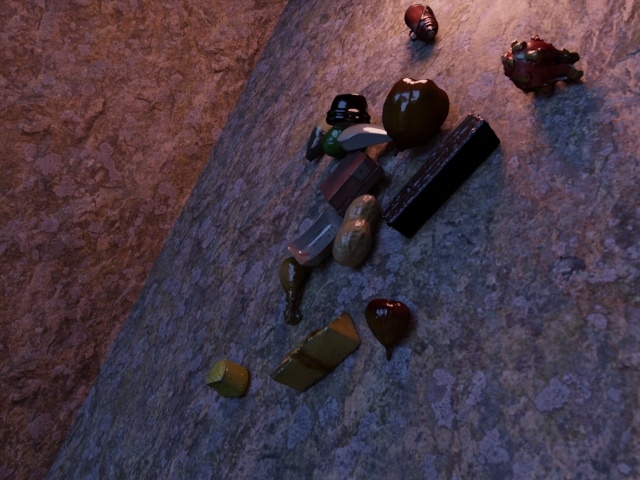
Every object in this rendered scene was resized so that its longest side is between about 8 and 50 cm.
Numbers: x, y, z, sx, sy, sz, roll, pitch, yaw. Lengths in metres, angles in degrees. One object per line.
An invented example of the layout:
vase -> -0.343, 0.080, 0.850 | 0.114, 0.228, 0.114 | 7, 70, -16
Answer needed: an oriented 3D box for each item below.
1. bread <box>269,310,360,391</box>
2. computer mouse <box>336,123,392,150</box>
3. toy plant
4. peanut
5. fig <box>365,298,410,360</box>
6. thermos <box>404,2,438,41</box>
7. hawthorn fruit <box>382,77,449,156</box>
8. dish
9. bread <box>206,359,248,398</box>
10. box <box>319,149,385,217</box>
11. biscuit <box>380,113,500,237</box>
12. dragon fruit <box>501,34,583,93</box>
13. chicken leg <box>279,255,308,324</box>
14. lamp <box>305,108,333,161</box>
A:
bread -> -0.016, 0.327, 1.255 | 0.266, 0.178, 0.142 | -46, 67, 20
computer mouse -> 0.171, -0.377, 1.515 | 0.230, 0.079, 0.128 | -10, 26, 7
toy plant -> 0.101, -0.446, 1.681 | 0.218, 0.175, 0.235 | 11, 98, 47
peanut -> 0.121, -0.037, 1.361 | 0.123, 0.123, 0.257 | 1, 62, 51
fig -> 0.187, 0.219, 1.114 | 0.119, 0.153, 0.119 | -28, 2, 1
thermos -> 0.398, -0.842, 1.676 | 0.124, 0.099, 0.232 | -34, 40, 23
hawthorn fruit -> 0.294, -0.389, 1.381 | 0.208, 0.207, 0.249 | 26, 101, 55
dish -> 0.000, 0.000, 1.495 | 0.212, 0.077, 0.151 | -45, 36, -1
bread -> -0.321, 0.481, 1.495 | 0.129, 0.114, 0.111 | -28, 37, 30
box -> 0.103, -0.213, 1.507 | 0.215, 0.086, 0.215 | -48, 20, 12
biscuit -> 0.334, -0.173, 1.213 | 0.388, 0.107, 0.073 | -48, 38, 13
dragon fruit -> 0.580, -0.455, 1.121 | 0.207, 0.150, 0.133 | 29, 86, 30
chicken leg -> -0.098, 0.169, 1.497 | 0.107, 0.087, 0.252 | -34, 45, 46
lamp -> 0.004, -0.456, 1.854 | 0.101, 0.101, 0.250 | 29, 90, 56
